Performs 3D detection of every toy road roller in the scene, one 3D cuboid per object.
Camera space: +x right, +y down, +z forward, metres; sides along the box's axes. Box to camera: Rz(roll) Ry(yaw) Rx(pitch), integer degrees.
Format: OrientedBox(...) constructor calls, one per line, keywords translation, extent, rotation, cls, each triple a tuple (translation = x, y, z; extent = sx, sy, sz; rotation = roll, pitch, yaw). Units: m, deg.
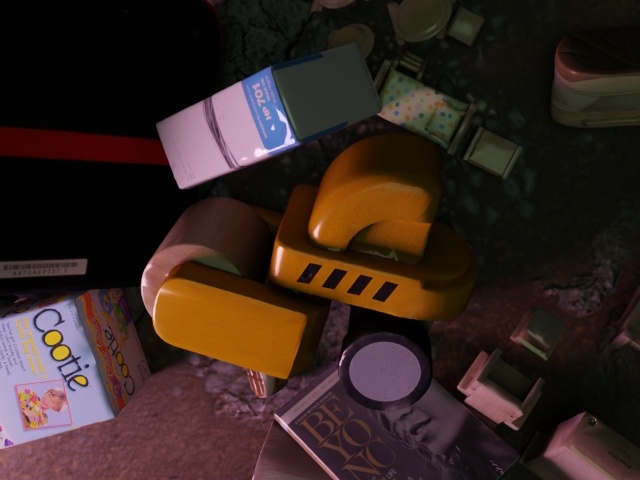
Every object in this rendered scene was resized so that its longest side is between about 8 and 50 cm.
OrientedBox(translation=(0.000, 0.000, 0.828), extent=(0.329, 0.202, 0.241), rotation=(14, 116, 0), cls="toy road roller")

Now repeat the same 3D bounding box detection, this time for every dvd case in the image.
OrientedBox(translation=(0.082, 0.216, 0.880), extent=(0.164, 0.018, 0.221), rotation=(-37, 60, -24), cls="dvd case")

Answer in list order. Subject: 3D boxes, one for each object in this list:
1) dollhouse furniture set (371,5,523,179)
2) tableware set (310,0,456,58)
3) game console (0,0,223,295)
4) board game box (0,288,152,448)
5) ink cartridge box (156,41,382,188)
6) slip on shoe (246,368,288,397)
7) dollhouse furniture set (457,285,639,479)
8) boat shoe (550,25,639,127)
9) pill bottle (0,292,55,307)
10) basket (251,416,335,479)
OrientedBox(translation=(0.160, -0.174, 0.862), extent=(0.181, 0.101, 0.161), rotation=(26, 100, 0), cls="dollhouse furniture set")
OrientedBox(translation=(0.065, -0.254, 0.850), extent=(0.168, 0.020, 0.141), rotation=(-10, 63, 23), cls="tableware set")
OrientedBox(translation=(-0.274, -0.111, 0.802), extent=(0.060, 0.386, 0.342), rotation=(24, 107, 41), cls="game console")
OrientedBox(translation=(-0.365, 0.153, 0.938), extent=(0.275, 0.142, 0.144), rotation=(-16, 97, 7), cls="board game box")
OrientedBox(translation=(-0.055, -0.126, 0.828), extent=(0.190, 0.139, 0.082), rotation=(-13, 101, 43), cls="ink cartridge box")
OrientedBox(translation=(-0.073, 0.120, 0.962), extent=(0.041, 0.051, 0.135), rotation=(-17, 89, -33), cls="slip on shoe")
OrientedBox(translation=(0.373, 0.126, 0.927), extent=(0.303, 0.174, 0.356), rotation=(34, 71, 11), cls="dollhouse furniture set")
OrientedBox(translation=(0.400, -0.169, 0.853), extent=(0.302, 0.109, 0.098), rotation=(-2, 138, 5), cls="boat shoe")
OrientedBox(translation=(-0.405, 0.015, 0.908), extent=(0.219, 0.123, 0.123), rotation=(2, 100, 17), cls="pill bottle")
OrientedBox(translation=(0.039, 0.291, 0.927), extent=(0.226, 0.154, 0.205), rotation=(18, 85, 6), cls="basket")
